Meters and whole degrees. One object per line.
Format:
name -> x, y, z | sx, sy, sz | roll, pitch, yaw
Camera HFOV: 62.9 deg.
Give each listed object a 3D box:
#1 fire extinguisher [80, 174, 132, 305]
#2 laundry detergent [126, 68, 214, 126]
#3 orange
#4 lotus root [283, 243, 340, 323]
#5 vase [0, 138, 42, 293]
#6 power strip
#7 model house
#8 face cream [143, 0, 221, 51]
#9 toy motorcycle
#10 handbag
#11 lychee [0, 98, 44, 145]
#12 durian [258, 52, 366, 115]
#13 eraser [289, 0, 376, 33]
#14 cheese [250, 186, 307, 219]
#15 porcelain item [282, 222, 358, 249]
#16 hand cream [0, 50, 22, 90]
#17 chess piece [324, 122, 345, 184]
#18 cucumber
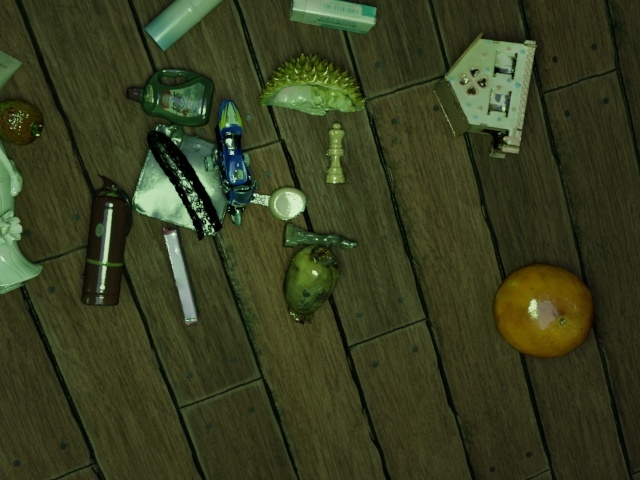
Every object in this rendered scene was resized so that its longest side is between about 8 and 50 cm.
fire extinguisher -> -0.577, -0.003, 1.397 | 0.141, 0.105, 0.342 | 6, 90, 22
laundry detergent -> -0.400, -0.387, 1.389 | 0.221, 0.078, 0.145 | 11, 92, -8
orange -> 0.659, 0.210, 1.553 | 0.283, 0.226, 0.284 | 0, 92, -4
lotus root -> -0.037, 0.128, 1.464 | 0.153, 0.154, 0.278 | 9, 131, -10
vase -> -0.854, -0.083, 1.285 | 0.249, 0.250, 0.446 | -17, 104, -6
power strip -> -0.379, 0.094, 1.434 | 0.037, 0.109, 0.279 | -12, 99, -8
model house -> 0.447, -0.411, 1.481 | 0.244, 0.169, 0.327 | 8, 94, -2
face cream -> -0.343, -0.604, 1.367 | 0.250, 0.077, 0.077 | -42, 101, -3
toy motorcycle -> -0.222, -0.191, 1.331 | 0.113, 0.169, 0.316 | -9, 97, -21
handbag -> -0.359, -0.165, 1.421 | 0.247, 0.079, 0.260 | 18, 91, -12
lychee -> -0.765, -0.299, 1.325 | 0.146, 0.114, 0.114 | 18, 94, 12
durian -> -0.006, -0.408, 1.413 | 0.306, 0.172, 0.167 | 3, 121, -17
eraser -> 0.033, -0.613, 1.414 | 0.224, 0.095, 0.052 | 6, 96, -10
cheese -> -0.120, -0.102, 1.480 | 0.171, 0.047, 0.093 | -9, 96, -8
porcelain item -> 0.000, 0.000, 1.496 | 0.215, 0.081, 0.069 | 8, 78, -11
hand cream -> -0.849, -0.399, 1.333 | 0.087, 0.054, 0.186 | 29, 85, -15
chess piece -> 0.043, -0.246, 1.486 | 0.060, 0.060, 0.172 | 0, 95, -9
cucumber -> -0.349, -0.149, 1.348 | 0.081, 0.072, 0.304 | -27, 98, -7
